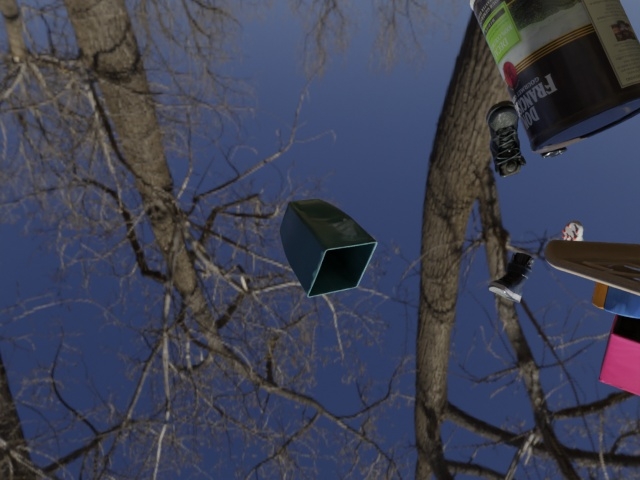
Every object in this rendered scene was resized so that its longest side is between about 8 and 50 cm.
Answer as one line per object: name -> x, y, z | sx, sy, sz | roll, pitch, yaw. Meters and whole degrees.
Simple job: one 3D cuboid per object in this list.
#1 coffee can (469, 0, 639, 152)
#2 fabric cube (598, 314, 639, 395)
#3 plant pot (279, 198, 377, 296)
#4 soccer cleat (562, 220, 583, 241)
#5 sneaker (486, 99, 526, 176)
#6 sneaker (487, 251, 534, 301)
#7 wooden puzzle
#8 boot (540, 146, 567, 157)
coffee can -> 0.384, -0.306, 0.930 | 0.202, 0.201, 0.275 | -16, -99, -28
fabric cube -> 0.729, 0.175, 1.154 | 0.259, 0.258, 0.254 | 18, -116, 30
plant pot -> 0.000, 0.000, 1.558 | 0.166, 0.165, 0.234 | -8, -135, -34
soccer cleat -> 0.905, -0.014, 2.084 | 0.076, 0.196, 0.068 | -35, -127, -15
sneaker -> 0.475, -0.249, 1.482 | 0.087, 0.227, 0.130 | -14, -121, 7
sneaker -> 0.638, 0.111, 1.950 | 0.086, 0.163, 0.226 | 22, -179, 33
wooden puzzle -> 0.559, 0.090, 0.861 | 0.322, 0.080, 0.348 | 2, -164, -28
boot -> 0.596, -0.270, 1.542 | 0.121, 0.045, 0.099 | -11, -106, -42
